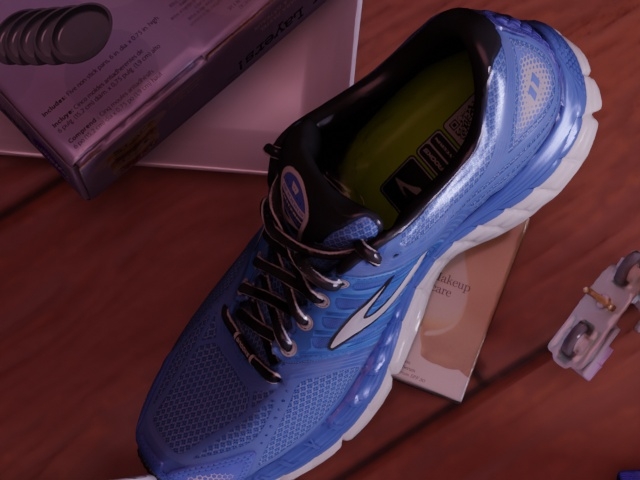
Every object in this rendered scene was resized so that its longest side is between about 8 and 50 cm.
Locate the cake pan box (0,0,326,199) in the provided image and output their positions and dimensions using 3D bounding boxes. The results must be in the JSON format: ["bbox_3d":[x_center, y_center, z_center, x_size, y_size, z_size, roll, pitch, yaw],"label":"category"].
[{"bbox_3d":[-0.118,-0.197,0.998,0.267,0.070,0.246,-43,78,-11],"label":"cake pan box"}]

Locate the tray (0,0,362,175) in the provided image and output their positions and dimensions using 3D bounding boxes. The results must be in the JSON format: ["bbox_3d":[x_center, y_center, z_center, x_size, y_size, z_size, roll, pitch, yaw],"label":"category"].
[{"bbox_3d":[-0.112,-0.115,1.035,0.270,0.030,0.145,5,83,3],"label":"tray"}]

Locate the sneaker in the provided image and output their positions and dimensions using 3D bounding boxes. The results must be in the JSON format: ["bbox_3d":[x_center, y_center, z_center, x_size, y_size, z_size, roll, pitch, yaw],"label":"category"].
[{"bbox_3d":[0.000,0.000,0.928,0.130,0.147,0.330,45,102,30],"label":"sneaker"}]

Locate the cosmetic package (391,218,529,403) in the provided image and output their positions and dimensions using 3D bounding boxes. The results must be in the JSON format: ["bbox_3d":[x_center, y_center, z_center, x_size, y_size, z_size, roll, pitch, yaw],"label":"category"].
[{"bbox_3d":[0.075,0.032,1.002,0.060,0.041,0.115,19,85,5],"label":"cosmetic package"}]

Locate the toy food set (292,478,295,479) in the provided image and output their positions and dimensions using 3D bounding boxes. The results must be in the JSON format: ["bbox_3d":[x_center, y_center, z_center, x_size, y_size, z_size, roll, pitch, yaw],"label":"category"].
[{"bbox_3d":[-0.046,0.162,1.005,0.122,0.019,0.078,-16,83,-7],"label":"toy food set"}]

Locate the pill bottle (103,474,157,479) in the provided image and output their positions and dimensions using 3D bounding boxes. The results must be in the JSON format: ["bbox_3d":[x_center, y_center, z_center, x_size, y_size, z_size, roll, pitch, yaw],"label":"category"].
[{"bbox_3d":[-0.145,0.312,0.897,0.204,0.204,0.361,-8,83,2],"label":"pill bottle"}]

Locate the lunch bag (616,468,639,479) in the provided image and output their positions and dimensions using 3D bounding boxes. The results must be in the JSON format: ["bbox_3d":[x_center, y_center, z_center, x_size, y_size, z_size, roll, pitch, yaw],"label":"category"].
[{"bbox_3d":[0.264,0.254,0.934,0.221,0.138,0.293,6,73,6],"label":"lunch bag"}]

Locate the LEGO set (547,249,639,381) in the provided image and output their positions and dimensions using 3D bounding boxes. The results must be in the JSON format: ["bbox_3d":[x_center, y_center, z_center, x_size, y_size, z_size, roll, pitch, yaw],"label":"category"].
[{"bbox_3d":[0.268,0.107,0.937,0.287,0.107,0.132,46,104,22],"label":"LEGO set"}]
